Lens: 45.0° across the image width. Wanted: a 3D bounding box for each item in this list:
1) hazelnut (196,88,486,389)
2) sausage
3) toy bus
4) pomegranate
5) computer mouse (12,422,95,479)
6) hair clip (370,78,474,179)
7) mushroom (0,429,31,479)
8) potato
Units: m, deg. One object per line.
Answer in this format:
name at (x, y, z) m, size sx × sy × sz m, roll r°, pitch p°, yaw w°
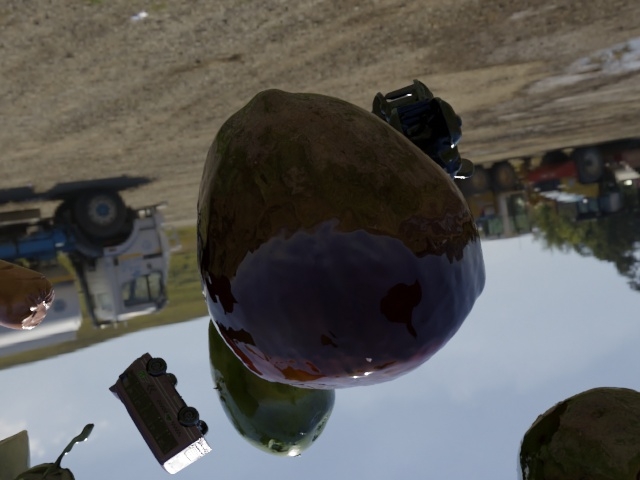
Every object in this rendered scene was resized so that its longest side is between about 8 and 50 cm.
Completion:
hazelnut at (0.000, 0.000, 1.003) m, size 0.353 × 0.421 × 0.421 m, roll -36°, pitch -177°, yaw -3°
sausage at (-0.664, 0.092, 1.538) m, size 0.304 × 0.121 × 0.121 m, roll 15°, pitch -169°, yaw 24°
toy bus at (-0.251, 0.269, 1.214) m, size 0.098 × 0.178 × 0.087 m, roll -33°, pitch 152°, yaw -13°
pomegranate at (0.281, 0.253, 0.748) m, size 0.202 × 0.202 × 0.248 m, roll -8°, pitch 153°, yaw -8°
computer mouse at (-0.454, 0.456, 1.195) m, size 0.167 × 0.379 × 0.090 m, roll 12°, pitch 149°, yaw 40°
hair clip at (0.209, -0.211, 1.616) m, size 0.194 × 0.206 × 0.310 m, roll -16°, pitch -159°, yaw 3°
mushroom at (-0.607, 0.604, 1.569) m, size 0.177 × 0.397 × 0.126 m, roll -23°, pitch 179°, yaw -25°
potato at (-0.090, 0.229, 1.366) m, size 0.216 × 0.304 × 0.216 m, roll -14°, pitch 144°, yaw -11°
